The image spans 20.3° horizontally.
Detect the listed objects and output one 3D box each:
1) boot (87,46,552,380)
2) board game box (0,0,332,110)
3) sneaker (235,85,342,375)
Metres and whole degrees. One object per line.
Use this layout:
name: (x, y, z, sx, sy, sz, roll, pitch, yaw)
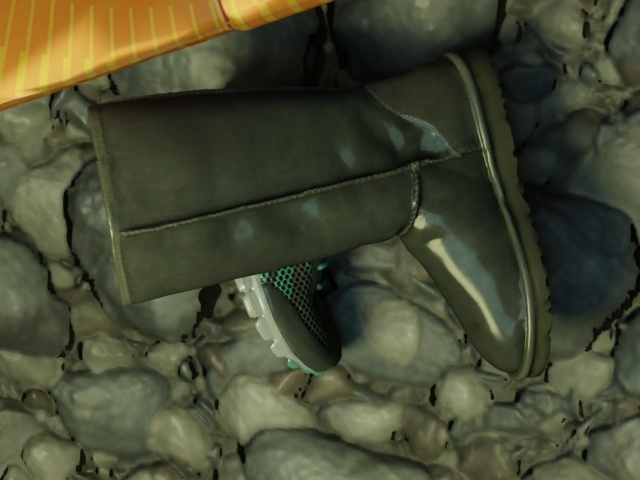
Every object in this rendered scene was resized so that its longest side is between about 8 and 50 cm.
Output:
boot: (0.000, 0.001, 0.902, 0.208, 0.076, 0.189, -15, 87, -14)
board game box: (-0.039, -0.278, 0.729, 0.356, 0.356, 0.356, -16, 100, 21)
sneaker: (-0.014, -0.007, 0.959, 0.076, 0.065, 0.166, -19, 103, 12)
